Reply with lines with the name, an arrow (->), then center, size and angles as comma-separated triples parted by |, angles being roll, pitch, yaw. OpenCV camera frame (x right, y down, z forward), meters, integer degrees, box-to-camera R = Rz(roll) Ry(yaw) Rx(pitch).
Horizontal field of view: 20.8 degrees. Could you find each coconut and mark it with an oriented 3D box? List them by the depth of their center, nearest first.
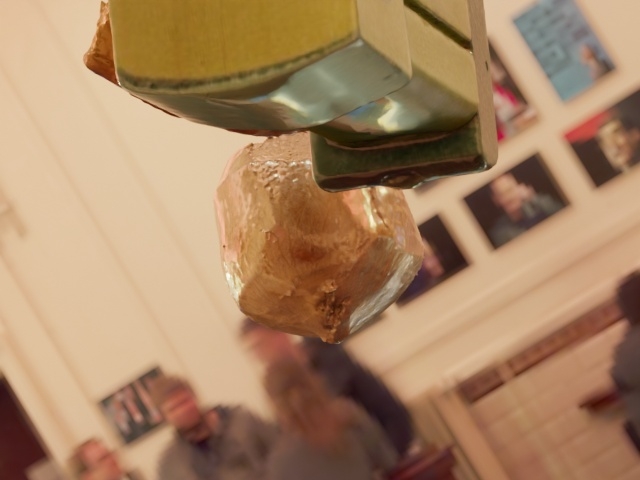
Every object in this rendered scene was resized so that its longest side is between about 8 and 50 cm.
coconut -> -0.003, 0.001, 1.506 | 0.194, 0.194, 0.194 | -31, -2, -1

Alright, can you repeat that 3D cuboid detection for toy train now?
toy train -> 0.001, -0.168, 0.924 | 0.160, 0.253, 0.397 | -9, -9, 17

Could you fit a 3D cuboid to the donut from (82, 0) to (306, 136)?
donut -> -0.031, -0.305, 1.274 | 0.378, 0.435, 0.163 | -12, -15, -41
